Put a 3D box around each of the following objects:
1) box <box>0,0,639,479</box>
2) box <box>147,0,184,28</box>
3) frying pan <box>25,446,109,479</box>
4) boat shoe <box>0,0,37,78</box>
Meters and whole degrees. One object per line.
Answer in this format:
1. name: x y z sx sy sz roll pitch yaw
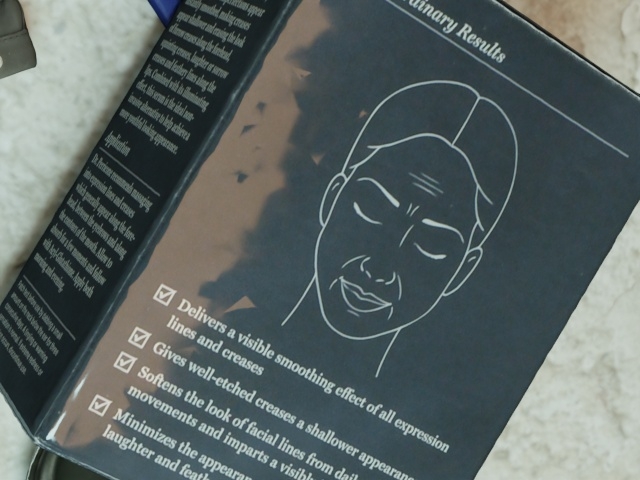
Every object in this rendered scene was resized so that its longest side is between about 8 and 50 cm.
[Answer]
1. box: 0.000 0.000 1.335 0.293 0.212 0.395 31 92 -24
2. box: -0.032 -0.155 1.421 0.136 0.036 0.225 -37 117 -9
3. frying pan: -0.084 0.142 1.476 0.326 0.053 0.197 -42 117 -9
4. boat shoe: -0.336 -0.072 1.278 0.335 0.112 0.095 -35 110 -13
